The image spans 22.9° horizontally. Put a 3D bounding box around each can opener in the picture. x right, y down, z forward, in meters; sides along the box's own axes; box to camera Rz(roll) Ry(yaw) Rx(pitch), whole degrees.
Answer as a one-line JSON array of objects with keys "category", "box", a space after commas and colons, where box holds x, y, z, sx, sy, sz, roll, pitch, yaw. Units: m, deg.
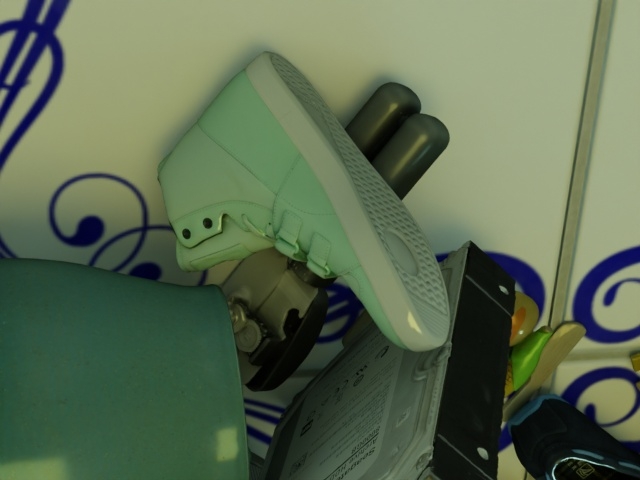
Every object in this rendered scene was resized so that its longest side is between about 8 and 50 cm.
[{"category": "can opener", "box": [0.000, 0.000, 1.240, 0.093, 0.074, 0.280, 3, 130, -54]}]

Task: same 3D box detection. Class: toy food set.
[{"category": "toy food set", "box": [0.123, 0.090, 1.327, 0.192, 0.038, 0.132, 25, 113, -24]}]

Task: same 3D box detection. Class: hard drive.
[{"category": "hard drive", "box": [0.035, 0.157, 1.160, 0.064, 0.339, 0.237, 40, 116, -11]}]

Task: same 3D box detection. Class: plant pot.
[{"category": "plant pot", "box": [-0.186, 0.134, 1.151, 0.255, 0.272, 0.272, -6, 122, -8]}]

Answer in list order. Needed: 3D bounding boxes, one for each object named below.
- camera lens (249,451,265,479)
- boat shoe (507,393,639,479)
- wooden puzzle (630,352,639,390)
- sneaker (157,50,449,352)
[{"category": "camera lens", "box": [-0.105, 0.310, 1.275, 0.219, 0.274, 0.219, -5, 122, -9]}, {"category": "boat shoe", "box": [0.258, 0.238, 1.414, 0.258, 0.089, 0.109, 31, 109, -30]}, {"category": "wooden puzzle", "box": [0.325, 0.128, 1.409, 0.078, 0.014, 0.116, -26, 123, 10]}, {"category": "sneaker", "box": [-0.019, 0.005, 1.149, 0.151, 0.256, 0.094, -41, 157, 19]}]
